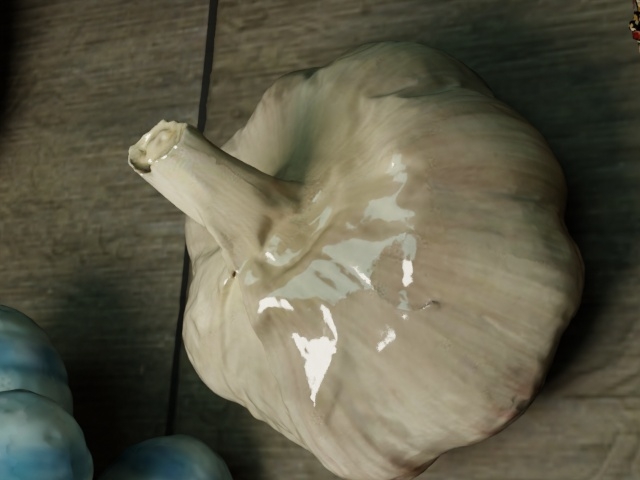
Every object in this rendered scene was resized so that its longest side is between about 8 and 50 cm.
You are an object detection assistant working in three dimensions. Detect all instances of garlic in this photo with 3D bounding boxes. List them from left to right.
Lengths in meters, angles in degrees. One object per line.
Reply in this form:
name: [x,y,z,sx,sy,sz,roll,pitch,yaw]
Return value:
garlic: [0.000,0.000,0.682,0.218,0.212,0.219,-12,69,33]

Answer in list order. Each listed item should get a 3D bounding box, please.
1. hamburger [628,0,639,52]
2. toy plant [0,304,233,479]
hamburger: [0.245,-0.116,0.633,0.231,0.107,0.231,-5,79,29]
toy plant: [-0.164,0.189,0.738,0.247,0.247,0.332,-16,63,26]
